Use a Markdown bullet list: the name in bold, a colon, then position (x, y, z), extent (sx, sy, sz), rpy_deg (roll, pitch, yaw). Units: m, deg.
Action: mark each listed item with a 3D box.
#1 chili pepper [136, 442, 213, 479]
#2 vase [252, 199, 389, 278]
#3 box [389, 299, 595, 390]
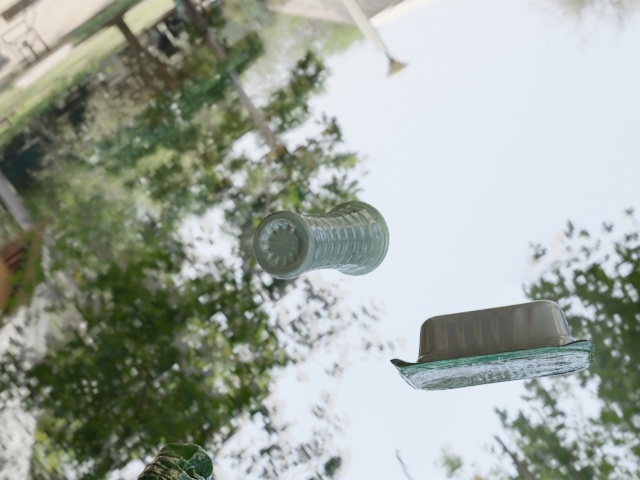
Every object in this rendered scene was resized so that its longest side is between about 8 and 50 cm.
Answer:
- **chili pepper**: position (-0.245, 0.412, 1.697), extent (0.099, 0.136, 0.270), rpy_deg (-29, -172, 21)
- **vase**: position (0.000, 0.000, 1.815), extent (0.143, 0.143, 0.299), rpy_deg (-28, 170, 23)
- **box**: position (0.304, 0.181, 1.841), extent (0.337, 0.106, 0.264), rpy_deg (-10, 162, 11)
